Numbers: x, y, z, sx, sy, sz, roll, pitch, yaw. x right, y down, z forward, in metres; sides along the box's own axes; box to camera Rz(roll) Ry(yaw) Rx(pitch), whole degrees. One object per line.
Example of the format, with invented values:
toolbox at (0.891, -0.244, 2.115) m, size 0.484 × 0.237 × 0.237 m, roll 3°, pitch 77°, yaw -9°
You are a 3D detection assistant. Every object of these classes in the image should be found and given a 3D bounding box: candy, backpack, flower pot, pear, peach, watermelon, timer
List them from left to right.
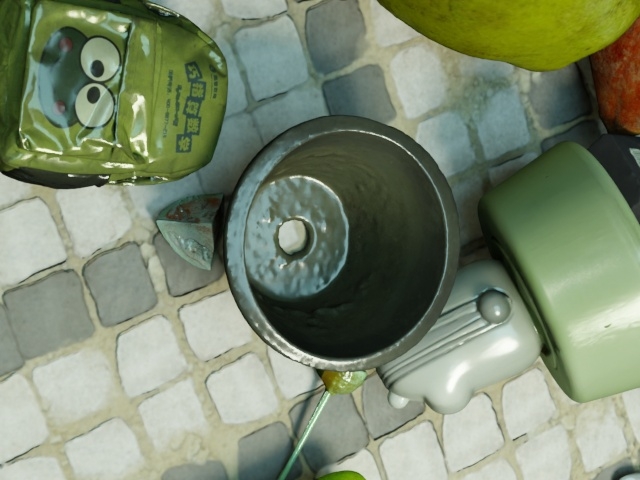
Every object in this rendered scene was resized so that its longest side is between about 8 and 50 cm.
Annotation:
backpack at (-0.220, -0.151, 1.519) m, size 0.253 × 0.140 × 0.207 m, roll 5°, pitch 91°, yaw -31°
watermelon at (-0.126, -0.009, 1.608) m, size 0.085 × 0.061 × 0.085 m, roll 2°, pitch 85°, yaw -22°
candy at (-0.012, 0.205, 1.690) m, size 0.061 × 0.061 × 0.202 m, roll 29°, pitch 90°, yaw -23°
flower pot at (0.000, 0.000, 1.612) m, size 0.269 × 0.166 × 0.269 m, roll -1°, pitch 93°, yaw -21°
pear at (0.189, -0.368, 1.570) m, size 0.352 × 0.352 × 0.413 m, roll -45°, pitch 112°, yaw -15°
timer at (0.203, 0.083, 1.680) m, size 0.315 × 0.291 × 0.291 m, roll -26°, pitch 105°, yaw 0°
peach at (0.409, -0.233, 1.752) m, size 0.232 × 0.232 × 0.257 m, roll 39°, pitch 92°, yaw -22°

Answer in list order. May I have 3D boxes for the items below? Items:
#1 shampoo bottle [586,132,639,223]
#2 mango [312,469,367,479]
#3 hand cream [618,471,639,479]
shampoo bottle at (0.445, -0.068, 1.809) m, size 0.309 × 0.071 × 0.098 m, roll 1°, pitch 53°, yaw -40°
mango at (-0.066, 0.381, 1.616) m, size 0.343 × 0.156 × 0.192 m, roll -45°, pitch 117°, yaw -19°
hand cream at (0.401, 0.417, 1.888) m, size 0.079 × 0.048 × 0.255 m, roll 2°, pitch 90°, yaw -29°
